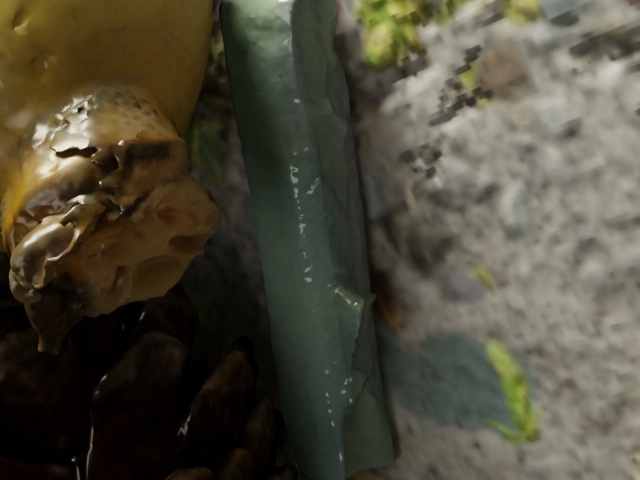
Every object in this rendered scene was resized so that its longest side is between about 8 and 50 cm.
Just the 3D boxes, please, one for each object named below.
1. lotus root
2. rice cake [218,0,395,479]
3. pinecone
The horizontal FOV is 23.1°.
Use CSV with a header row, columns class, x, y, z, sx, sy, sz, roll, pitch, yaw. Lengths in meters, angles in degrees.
class,x,y,z,sx,sy,sz,roll,pitch,yaw
lotus root,-0.127,-0.097,0.518,0.303,0.131,0.146,51,127,24
rice cake,0.000,0.000,0.522,0.042,0.030,0.180,9,117,36
pinecone,-0.100,0.081,0.563,0.184,0.179,0.204,-36,71,30
